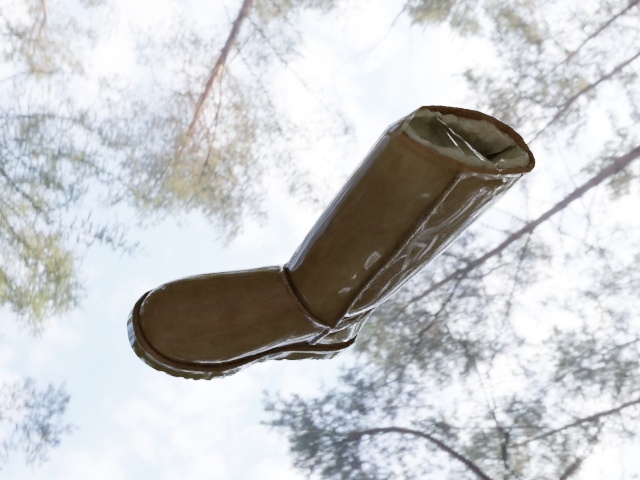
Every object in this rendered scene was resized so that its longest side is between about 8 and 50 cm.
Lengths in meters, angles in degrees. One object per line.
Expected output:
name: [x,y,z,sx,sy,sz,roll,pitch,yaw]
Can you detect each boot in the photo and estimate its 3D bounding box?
boot: [0.000,0.000,0.726,0.236,0.269,0.089,-3,-123,-39]
